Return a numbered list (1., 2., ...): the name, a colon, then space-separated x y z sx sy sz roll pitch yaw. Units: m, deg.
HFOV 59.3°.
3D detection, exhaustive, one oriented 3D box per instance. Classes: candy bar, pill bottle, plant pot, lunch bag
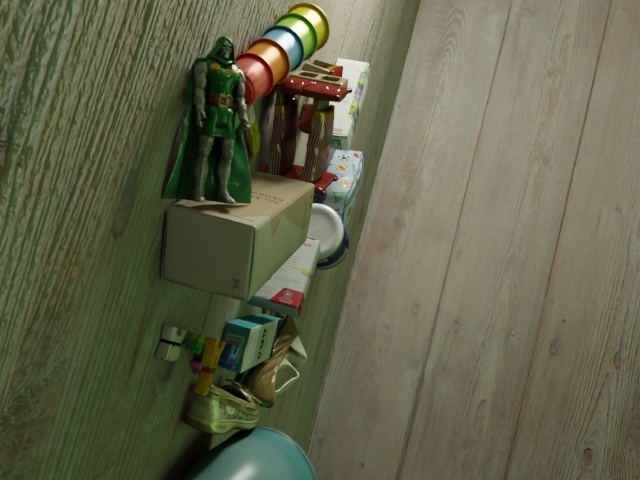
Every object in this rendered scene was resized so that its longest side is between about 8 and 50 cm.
1. candy bar: -0.127 -0.206 1.025 0.161 0.018 0.040 84 19 -60
2. pill bottle: 0.000 0.000 1.575 0.264 0.153 0.153 57 47 -76
3. plant pot: -0.176 0.537 1.113 0.255 0.272 0.271 8 95 -65
4. lunch bag: 0.058 -0.141 1.815 0.303 0.115 0.243 -65 167 -48

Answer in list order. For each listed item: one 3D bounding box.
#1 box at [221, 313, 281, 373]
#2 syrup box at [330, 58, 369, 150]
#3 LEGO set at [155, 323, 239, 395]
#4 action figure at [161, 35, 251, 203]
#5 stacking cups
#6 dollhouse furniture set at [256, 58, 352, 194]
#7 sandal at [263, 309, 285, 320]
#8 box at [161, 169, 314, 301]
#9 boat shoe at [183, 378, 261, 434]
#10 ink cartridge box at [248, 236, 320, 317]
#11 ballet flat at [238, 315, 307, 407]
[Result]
1. box: -0.159 0.229 1.289 0.244 0.060 0.100 20 85 -79
2. syrup box: 0.064 -0.381 1.579 0.093 0.096 0.236 70 34 -72
3. LEGO set: -0.205 0.214 0.970 0.227 0.087 0.093 64 40 -72
4. action figure: -0.146 -0.169 0.792 0.137 0.064 0.232 -1 98 -38
5. stacking cups: -0.084 -0.321 0.967 0.316 0.096 0.096 -57 158 -47
6. dollhouse furniture set: -0.001 -0.264 1.234 0.374 0.152 0.201 -56 157 -61
7. sandal: -0.096 0.151 1.467 0.088 0.079 0.239 -55 157 -63
8. box: -0.123 -0.023 0.940 0.311 0.148 0.121 -52 153 -68
9. boat shoe: -0.186 0.339 1.174 0.285 0.105 0.089 48 59 -76
10. ink cartridge box: -0.083 0.074 1.301 0.072 0.128 0.175 85 21 -62
11. ballet flat: -0.107 0.317 1.477 0.116 0.124 0.342 -62 178 28
